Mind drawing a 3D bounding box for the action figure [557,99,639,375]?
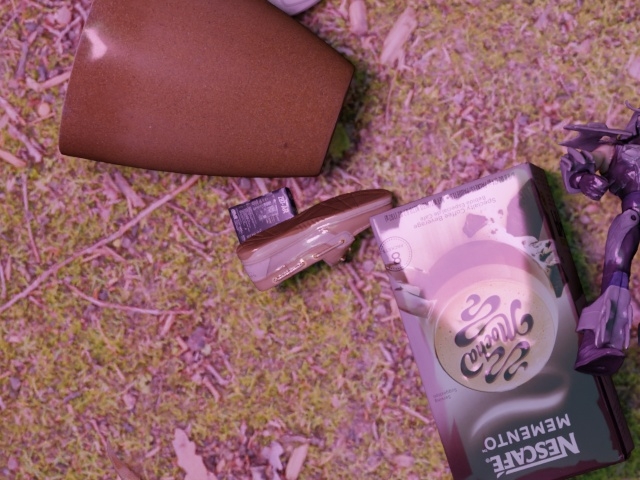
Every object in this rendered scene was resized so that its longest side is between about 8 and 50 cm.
[{"bbox_3d":[0.306,-0.011,1.720,0.185,0.099,0.285,9,67,-7],"label":"action figure"}]

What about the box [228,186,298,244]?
[{"bbox_3d":[-0.051,-0.006,1.910,0.067,0.018,0.083,-21,84,14],"label":"box"}]

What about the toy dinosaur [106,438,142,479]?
[{"bbox_3d":[-0.169,0.292,1.931,0.183,0.053,0.092,35,83,6],"label":"toy dinosaur"}]

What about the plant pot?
[{"bbox_3d":[-0.103,-0.158,1.839,0.254,0.237,0.237,19,94,-1],"label":"plant pot"}]

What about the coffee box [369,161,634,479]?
[{"bbox_3d":[0.179,0.092,1.794,0.168,0.119,0.297,-20,84,13],"label":"coffee box"}]

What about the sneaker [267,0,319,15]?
[{"bbox_3d":[-0.079,-0.359,1.883,0.118,0.110,0.292,-39,79,21],"label":"sneaker"}]

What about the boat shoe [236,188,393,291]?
[{"bbox_3d":[0.000,0.000,1.867,0.170,0.063,0.059,-23,109,-7],"label":"boat shoe"}]
